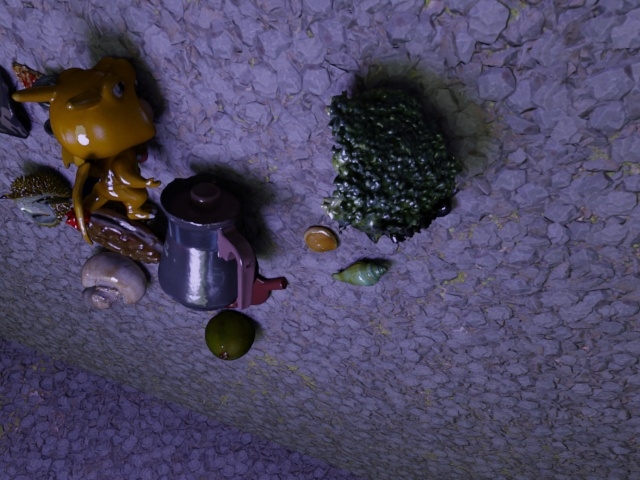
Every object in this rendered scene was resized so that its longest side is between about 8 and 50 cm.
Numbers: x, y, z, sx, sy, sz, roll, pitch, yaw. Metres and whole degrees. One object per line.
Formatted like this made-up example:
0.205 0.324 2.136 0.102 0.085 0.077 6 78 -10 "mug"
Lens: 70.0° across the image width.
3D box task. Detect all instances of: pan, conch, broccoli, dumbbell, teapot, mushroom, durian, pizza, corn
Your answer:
0.308 -0.101 1.137 0.068 0.023 0.115 32 141 -9 "pan"
0.126 0.107 1.402 0.094 0.080 0.200 28 158 -25 "conch"
0.110 -0.155 1.008 0.348 0.293 0.281 47 173 -10 "broccoli"
-0.742 -0.356 1.288 0.110 0.110 0.254 30 144 -8 "dumbbell"
-0.311 0.022 1.324 0.376 0.305 0.362 42 141 33 "teapot"
-0.808 0.147 1.772 0.253 0.195 0.189 21 135 -3 "mushroom"
-0.966 0.239 2.015 0.247 0.108 0.096 -18 165 40 "mushroom"
-0.959 -0.154 1.565 0.237 0.138 0.193 14 141 6 "durian"
-0.821 -0.452 1.271 0.099 0.029 0.100 42 135 -19 "pizza"
-0.640 -0.116 1.514 0.207 0.068 0.068 21 139 3 "corn"

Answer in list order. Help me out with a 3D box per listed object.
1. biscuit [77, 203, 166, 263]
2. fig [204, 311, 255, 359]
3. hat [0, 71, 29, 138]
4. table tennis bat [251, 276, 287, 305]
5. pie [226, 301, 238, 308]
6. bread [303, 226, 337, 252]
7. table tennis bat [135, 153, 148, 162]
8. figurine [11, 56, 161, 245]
-0.669 -0.025 1.531 0.331 0.103 0.332 19 161 7 "biscuit"
-0.370 0.397 1.821 0.202 0.225 0.203 2 116 3 "fig"
-1.083 -0.396 1.330 0.381 0.257 0.366 31 144 21 "hat"
-0.256 0.167 1.662 0.310 0.038 0.200 -7 131 31 "table tennis bat"
-0.371 0.168 1.666 0.218 0.054 0.204 -8 127 33 "pie"
0.000 0.000 1.381 0.110 0.024 0.110 12 137 12 "bread"
-0.558 -0.289 1.336 0.098 0.019 0.155 14 141 10 "table tennis bat"
-0.545 -0.222 1.147 0.267 0.401 0.387 -9 134 -13 "figurine"
